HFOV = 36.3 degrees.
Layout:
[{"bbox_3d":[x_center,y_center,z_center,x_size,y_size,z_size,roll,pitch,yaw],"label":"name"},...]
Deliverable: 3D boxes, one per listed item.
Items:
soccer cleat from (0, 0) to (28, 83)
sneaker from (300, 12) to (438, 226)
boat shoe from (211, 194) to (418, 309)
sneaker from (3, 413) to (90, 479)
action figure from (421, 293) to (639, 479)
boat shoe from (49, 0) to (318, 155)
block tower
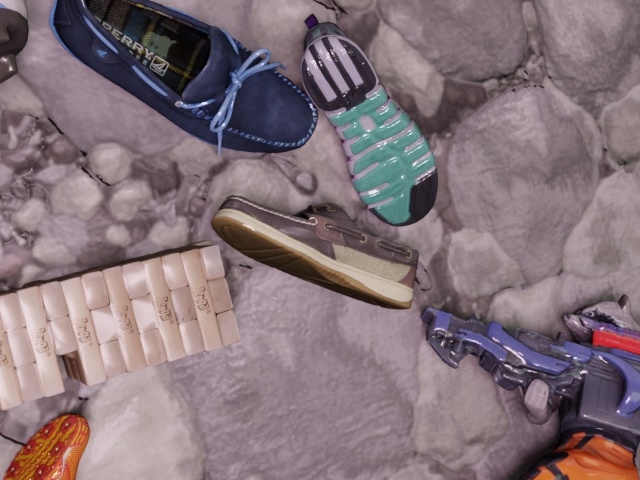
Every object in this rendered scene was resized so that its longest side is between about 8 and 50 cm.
[{"bbox_3d":[-0.392,-0.148,0.738,0.331,0.116,0.143,-24,75,-21],"label":"soccer cleat"},{"bbox_3d":[0.049,-0.118,0.950,0.083,0.098,0.223,-23,125,8],"label":"sneaker"},{"bbox_3d":[0.001,0.000,0.924,0.223,0.080,0.073,25,73,-28],"label":"boat shoe"},{"bbox_3d":[-0.236,0.230,0.822,0.067,0.064,0.175,30,81,-42],"label":"sneaker"},{"bbox_3d":[0.238,0.199,1.014,0.341,0.178,0.330,24,70,5],"label":"action figure"},{"bbox_3d":[-0.113,-0.143,0.864,0.258,0.089,0.109,18,81,-24],"label":"boat shoe"},{"bbox_3d":[-0.228,0.079,0.803,0.335,0.097,0.091,-15,96,-26],"label":"block tower"}]
